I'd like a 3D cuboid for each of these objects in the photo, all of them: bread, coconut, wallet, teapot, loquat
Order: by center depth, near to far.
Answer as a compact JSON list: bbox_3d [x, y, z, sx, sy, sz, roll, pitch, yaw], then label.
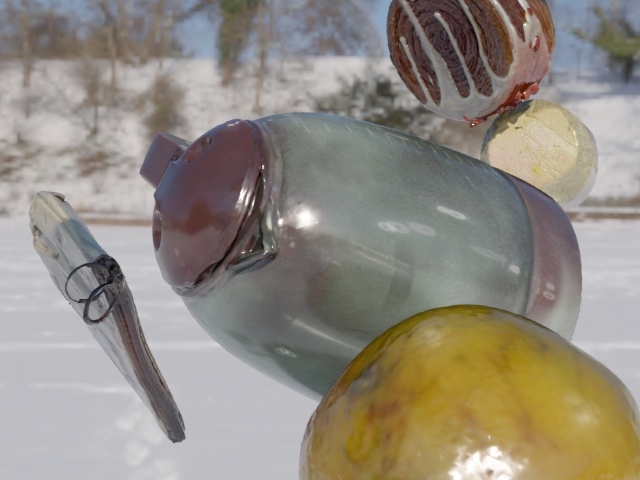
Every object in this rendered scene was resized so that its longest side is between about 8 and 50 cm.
[{"bbox_3d":[0.083,0.144,0.745,0.213,0.214,0.246,1,13,30],"label":"loquat"},{"bbox_3d":[0.000,0.000,1.021,0.312,0.233,0.315,23,6,-29],"label":"teapot"},{"bbox_3d":[0.139,-0.190,1.187,0.160,0.161,0.073,1,24,42],"label":"bread"},{"bbox_3d":[0.222,-0.084,1.274,0.116,0.116,0.122,1,-1,19],"label":"coconut"},{"bbox_3d":[-0.264,0.083,1.522,0.068,0.335,0.275,-29,43,-13],"label":"wallet"}]
